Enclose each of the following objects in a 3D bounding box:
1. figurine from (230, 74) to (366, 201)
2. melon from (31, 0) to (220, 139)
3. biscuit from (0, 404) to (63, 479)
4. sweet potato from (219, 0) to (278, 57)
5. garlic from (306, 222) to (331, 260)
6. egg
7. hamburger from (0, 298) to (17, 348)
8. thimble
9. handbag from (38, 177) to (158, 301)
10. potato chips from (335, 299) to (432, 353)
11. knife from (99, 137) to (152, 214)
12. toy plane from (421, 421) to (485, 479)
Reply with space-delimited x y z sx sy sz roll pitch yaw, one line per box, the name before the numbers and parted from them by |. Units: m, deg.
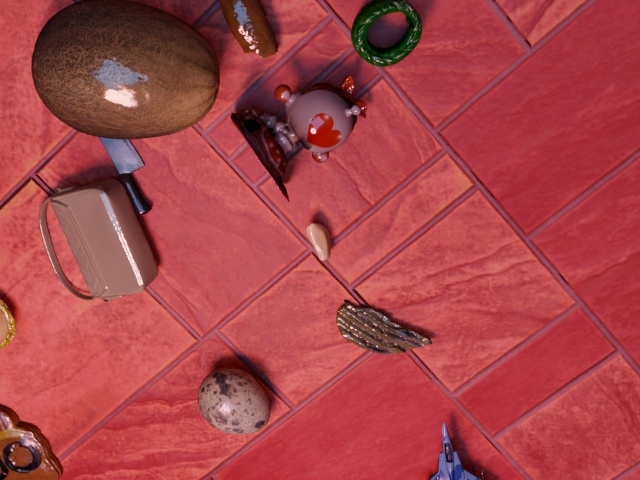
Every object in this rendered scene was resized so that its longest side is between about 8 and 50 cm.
figurine | -0.023 -0.218 1.499 0.226 0.160 0.183 -34 105 4
melon | -0.341 -0.299 1.424 0.329 0.248 0.249 4 110 -3
biscuit | -0.711 0.504 1.836 0.208 0.041 0.290 -21 107 11
sweet potato | -0.154 -0.435 1.456 0.077 0.077 0.244 -26 107 12
garlic | -0.001 0.000 1.611 0.041 0.053 0.083 -19 99 11
egg | -0.178 0.341 1.702 0.172 0.132 0.132 37 108 -22
hamburger | -0.708 0.173 1.699 0.141 0.081 0.126 -9 107 19
thimble | 0.120 -0.378 1.453 0.118 0.090 0.130 31 109 -10
handbag | -0.462 0.006 1.634 0.219 0.079 0.256 -10 109 22
potato chips | 0.126 0.196 1.689 0.207 0.028 0.092 24 110 -4
knife | -0.386 -0.160 1.596 0.060 0.028 0.230 -26 103 -1
toy plane | 0.283 0.500 1.763 0.169 0.078 0.246 -9 102 6
